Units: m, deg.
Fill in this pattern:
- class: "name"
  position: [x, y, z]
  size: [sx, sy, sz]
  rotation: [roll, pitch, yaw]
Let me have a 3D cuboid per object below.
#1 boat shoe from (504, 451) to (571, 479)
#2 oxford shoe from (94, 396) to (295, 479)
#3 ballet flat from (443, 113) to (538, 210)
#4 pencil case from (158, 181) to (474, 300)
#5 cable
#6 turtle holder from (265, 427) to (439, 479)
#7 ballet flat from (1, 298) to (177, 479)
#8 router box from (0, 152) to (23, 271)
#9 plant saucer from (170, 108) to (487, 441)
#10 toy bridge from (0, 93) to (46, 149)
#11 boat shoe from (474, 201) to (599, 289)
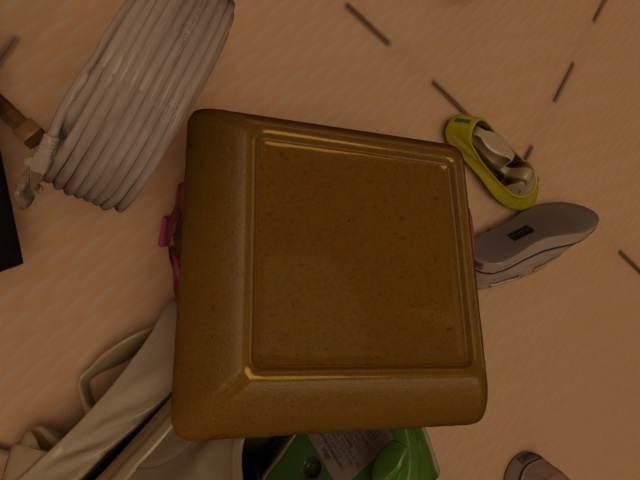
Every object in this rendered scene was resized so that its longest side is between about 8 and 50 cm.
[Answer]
- class: "boat shoe"
  position: [0.409, 0.582, 0.858]
  size: [0.135, 0.156, 0.368]
  rotation: [3, 93, -23]
- class: "oxford shoe"
  position: [-0.149, 0.282, 0.515]
  size: [0.449, 0.130, 0.169]
  rotation: [-51, 153, -6]
- class: "ballet flat"
  position: [0.294, -0.121, 0.785]
  size: [0.231, 0.077, 0.077]
  rotation: [36, 80, -22]
- class: "pencil case"
  position: [0.000, 0.000, 0.622]
  size: [0.385, 0.167, 0.160]
  rotation: [-3, 75, -23]
- class: "cable"
  position: [-0.177, -0.153, 0.482]
  size: [0.089, 0.257, 0.257]
  rotation: [32, 106, -26]
- class: "turtle holder"
  position: [0.018, 0.333, 0.624]
  size: [0.227, 0.243, 0.321]
  rotation: [43, 64, -48]
- class: "ballet flat"
  position: [-0.260, 0.228, 0.565]
  size: [0.400, 0.139, 0.139]
  rotation: [-46, 110, -17]
- class: "router box"
  position: [-0.436, -0.105, 0.434]
  size: [0.242, 0.081, 0.309]
  rotation: [-6, 99, -3]
- class: "plant saucer"
  position: [0.032, 0.019, 0.492]
  size: [0.332, 0.081, 0.333]
  rotation: [4, 73, -18]
- class: "toy bridge"
  position: [-0.359, -0.165, 0.506]
  size: [0.188, 0.063, 0.026]
  rotation: [46, 76, -10]
- class: "boat shoe"
  position: [0.352, 0.009, 0.826]
  size: [0.257, 0.095, 0.084]
  rotation: [-17, 133, -14]
